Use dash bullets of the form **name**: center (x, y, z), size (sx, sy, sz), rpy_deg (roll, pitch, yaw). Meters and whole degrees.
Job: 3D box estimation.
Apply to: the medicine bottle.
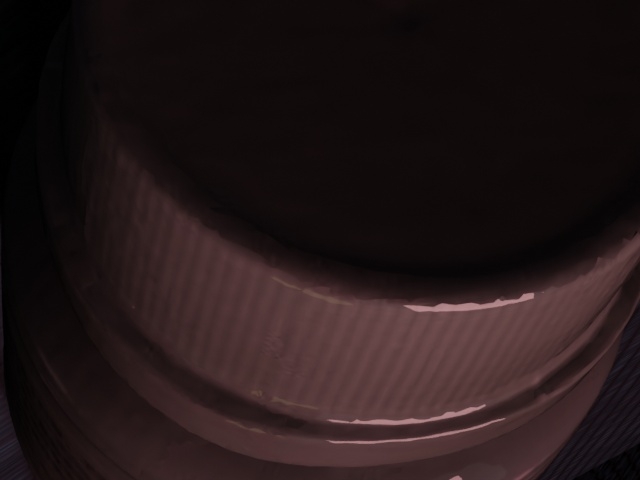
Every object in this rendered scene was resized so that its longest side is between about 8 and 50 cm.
- **medicine bottle**: center (0.000, 0.000, 0.591), size (0.245, 0.245, 0.306), rpy_deg (-23, 160, -21)
